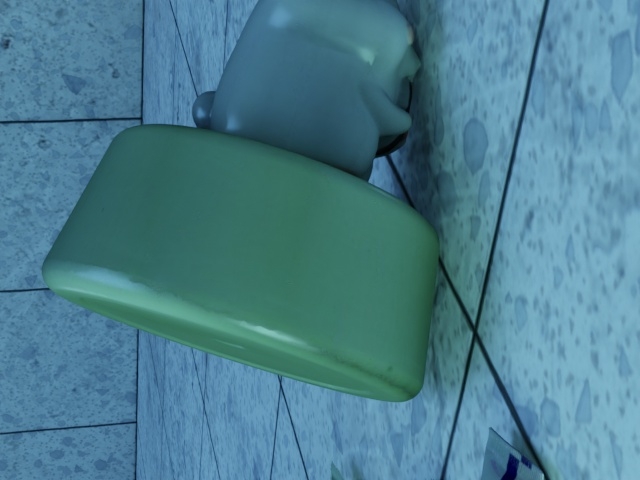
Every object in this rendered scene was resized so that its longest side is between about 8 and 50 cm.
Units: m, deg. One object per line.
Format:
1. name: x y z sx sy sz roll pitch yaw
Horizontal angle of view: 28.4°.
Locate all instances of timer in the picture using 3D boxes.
1. timer: -0.020 -0.066 0.957 0.291 0.291 0.315 155 135 -75

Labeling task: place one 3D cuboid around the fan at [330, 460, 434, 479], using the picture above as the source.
1. fan: 0.073 0.275 1.053 0.415 0.012 0.233 -135 45 -66

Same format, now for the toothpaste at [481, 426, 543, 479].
1. toothpaste: 0.111 0.283 0.824 0.056 0.058 0.314 -16 -67 -59
